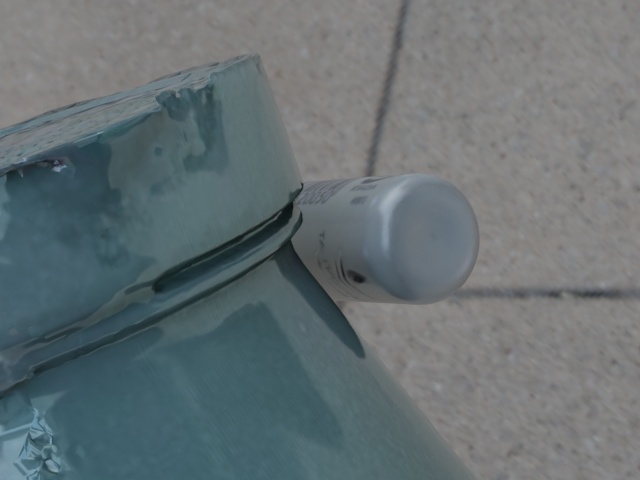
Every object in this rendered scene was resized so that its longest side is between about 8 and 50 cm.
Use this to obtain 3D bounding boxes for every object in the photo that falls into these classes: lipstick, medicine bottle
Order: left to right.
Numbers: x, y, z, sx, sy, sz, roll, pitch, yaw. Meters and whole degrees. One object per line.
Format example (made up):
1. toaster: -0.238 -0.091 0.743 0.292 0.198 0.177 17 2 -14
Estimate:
1. medicine bottle: -0.062 0.116 0.430 0.245 0.245 0.290 -12 102 28
2. lipstick: 0.000 0.000 0.522 0.141 0.040 0.040 -2 63 63
